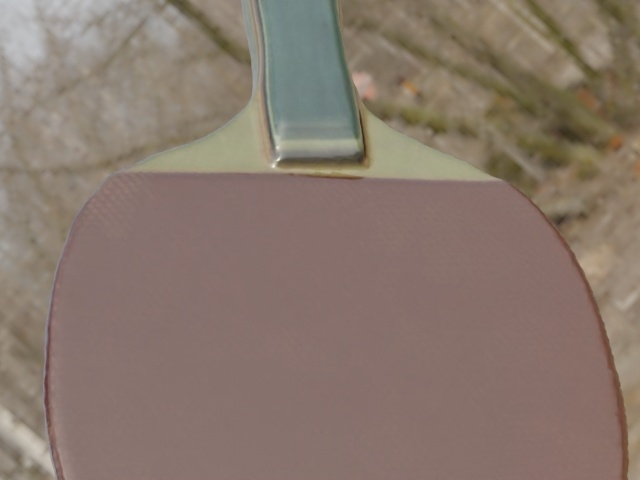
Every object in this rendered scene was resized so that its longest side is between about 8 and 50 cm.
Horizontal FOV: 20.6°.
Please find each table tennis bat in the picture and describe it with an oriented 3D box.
[{"bbox_3d":[0.000,0.000,0.492,0.021,0.154,0.274,105,163,-52],"label":"table tennis bat"}]
